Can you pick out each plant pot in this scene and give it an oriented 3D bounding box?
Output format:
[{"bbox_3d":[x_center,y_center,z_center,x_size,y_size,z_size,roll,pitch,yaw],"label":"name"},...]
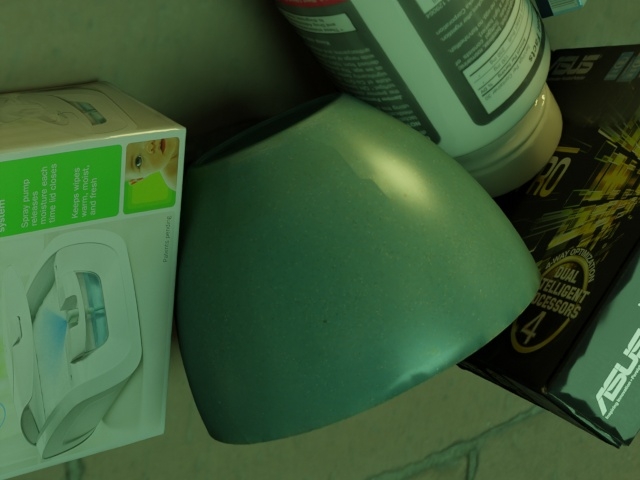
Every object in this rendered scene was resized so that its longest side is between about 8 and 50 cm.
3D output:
[{"bbox_3d":[0.000,0.000,1.156,0.290,0.290,0.195,-31,102,-25],"label":"plant pot"}]

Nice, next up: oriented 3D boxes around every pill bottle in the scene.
[{"bbox_3d":[0.082,-0.177,1.218,0.176,0.176,0.318,-49,133,-11],"label":"pill bottle"}]

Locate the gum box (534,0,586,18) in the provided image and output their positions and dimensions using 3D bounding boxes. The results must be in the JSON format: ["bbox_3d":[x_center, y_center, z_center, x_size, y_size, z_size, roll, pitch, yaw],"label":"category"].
[{"bbox_3d":[0.202,-0.295,1.245,0.157,0.041,0.184,65,35,-20],"label":"gum box"}]

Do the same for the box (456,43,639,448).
[{"bbox_3d":[0.225,-0.016,1.269,0.097,0.395,0.318,37,86,-16],"label":"box"}]

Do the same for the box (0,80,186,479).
[{"bbox_3d":[-0.235,0.031,1.092,0.231,0.127,0.262,-11,118,-38],"label":"box"}]
